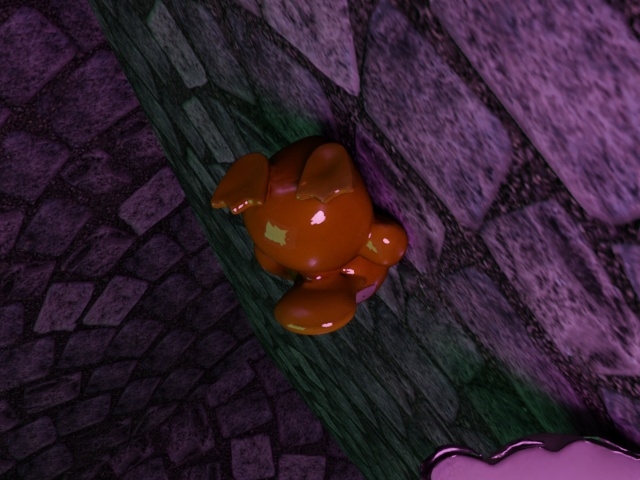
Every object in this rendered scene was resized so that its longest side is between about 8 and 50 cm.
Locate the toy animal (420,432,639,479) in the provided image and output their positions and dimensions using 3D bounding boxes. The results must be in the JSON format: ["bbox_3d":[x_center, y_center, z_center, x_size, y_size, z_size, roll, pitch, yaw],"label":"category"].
[{"bbox_3d":[0.250,0.318,0.874,0.258,0.194,0.357,36,168,29],"label":"toy animal"}]

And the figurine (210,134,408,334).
[{"bbox_3d":[-0.001,-0.010,0.971,0.215,0.215,0.228,34,142,58],"label":"figurine"}]
